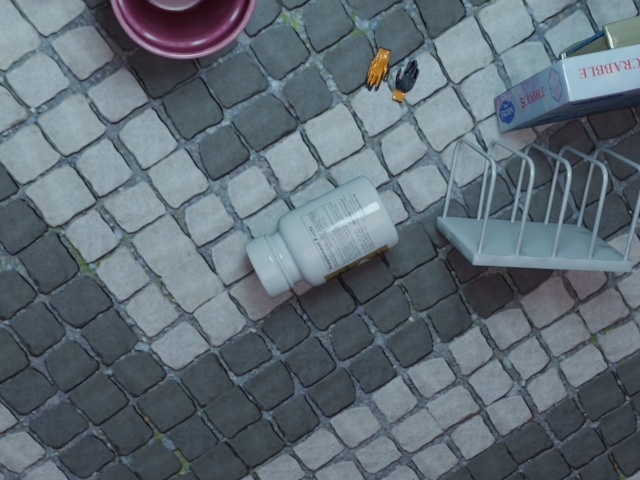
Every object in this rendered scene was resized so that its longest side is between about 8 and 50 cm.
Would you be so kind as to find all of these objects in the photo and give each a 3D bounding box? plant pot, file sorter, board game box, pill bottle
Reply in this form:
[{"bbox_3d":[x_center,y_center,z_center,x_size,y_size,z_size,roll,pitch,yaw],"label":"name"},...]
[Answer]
[{"bbox_3d":[-0.200,-0.370,1.450,0.201,0.180,0.201,-5,112,-12],"label":"plant pot"},{"bbox_3d":[0.361,-0.065,1.696,0.278,0.193,0.173,2,108,-14],"label":"file sorter"},{"bbox_3d":[0.466,-0.245,1.580,0.319,0.318,0.065,-12,90,-9],"label":"board game box"},{"bbox_3d":[0.000,0.000,1.671,0.229,0.131,0.131,-27,115,-1],"label":"pill bottle"}]

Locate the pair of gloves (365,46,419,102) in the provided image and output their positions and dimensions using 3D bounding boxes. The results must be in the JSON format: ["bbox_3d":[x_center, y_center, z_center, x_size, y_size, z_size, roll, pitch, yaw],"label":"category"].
[{"bbox_3d":[0.116,-0.266,1.657,0.083,0.010,0.074,18,106,-20],"label":"pair of gloves"}]

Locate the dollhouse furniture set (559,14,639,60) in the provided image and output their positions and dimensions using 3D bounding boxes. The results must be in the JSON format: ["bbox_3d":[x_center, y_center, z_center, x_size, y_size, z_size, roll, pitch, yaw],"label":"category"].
[{"bbox_3d":[0.488,-0.444,1.619,0.286,0.198,0.303,-15,91,-7],"label":"dollhouse furniture set"}]
